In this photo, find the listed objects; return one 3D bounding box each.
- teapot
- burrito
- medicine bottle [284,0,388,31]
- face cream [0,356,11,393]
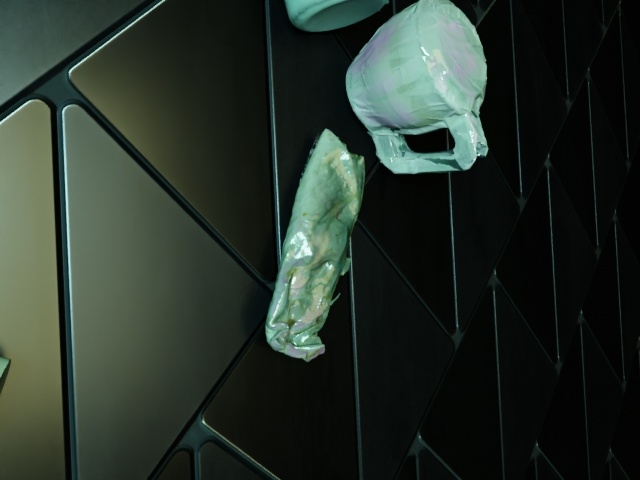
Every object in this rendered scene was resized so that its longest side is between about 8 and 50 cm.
[{"bbox_3d":[0.143,-0.212,0.682,0.221,0.178,0.163,52,52,-22],"label":"teapot"},{"bbox_3d":[-0.004,-0.001,0.619,0.096,0.066,0.309,24,70,-32],"label":"burrito"},{"bbox_3d":[-0.001,-0.398,0.594,0.139,0.139,0.225,-23,102,-37],"label":"medicine bottle"},{"bbox_3d":[-0.363,0.097,0.343,0.224,0.070,0.114,19,75,-24],"label":"face cream"}]
